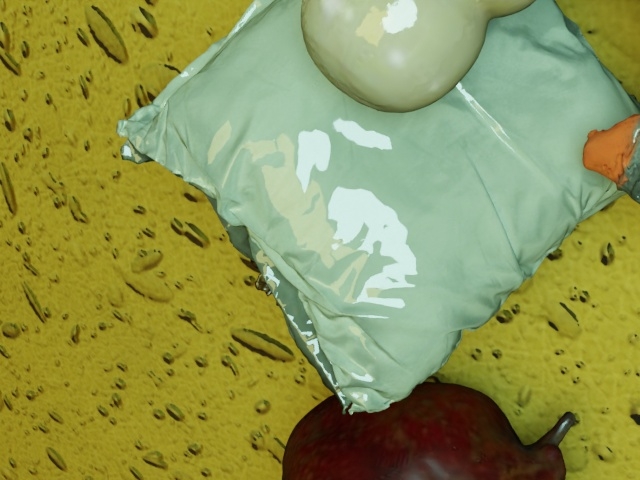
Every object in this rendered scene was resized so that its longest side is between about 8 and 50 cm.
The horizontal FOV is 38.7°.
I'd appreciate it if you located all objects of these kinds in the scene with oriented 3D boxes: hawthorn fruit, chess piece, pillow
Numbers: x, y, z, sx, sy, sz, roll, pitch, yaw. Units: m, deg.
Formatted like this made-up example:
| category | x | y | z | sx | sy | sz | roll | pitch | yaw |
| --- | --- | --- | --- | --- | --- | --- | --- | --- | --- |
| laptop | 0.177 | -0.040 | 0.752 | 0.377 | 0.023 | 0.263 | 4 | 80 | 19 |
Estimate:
| category | x | y | z | sx | sy | sz | roll | pitch | yaw |
| --- | --- | --- | --- | --- | --- | --- | --- | --- | --- |
| hawthorn fruit | 0.086 | 0.196 | 0.705 | 0.248 | 0.208 | 0.208 | -31 | 87 | 24 |
| chess piece | 0.090 | -0.182 | 0.473 | 0.143 | 0.143 | 0.261 | 44 | 101 | 14 |
| pillow | 0.055 | -0.069 | 0.610 | 0.310 | 0.138 | 0.283 | -43 | 84 | -7 |

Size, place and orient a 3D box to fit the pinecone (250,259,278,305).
| category | x | y | z | sx | sy | sz | roll | pitch | yaw |
| --- | --- | --- | --- | --- | --- | --- | --- | --- | --- |
| pinecone | 0.002 | 0.001 | 0.733 | 0.140 | 0.121 | 0.140 | 22 | 131 | 28 |

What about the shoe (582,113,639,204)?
| category | x | y | z | sx | sy | sz | roll | pitch | yaw |
| --- | --- | --- | --- | --- | --- | --- | --- | --- | --- |
| shoe | 0.236 | -0.164 | 0.502 | 0.171 | 0.132 | 0.336 | 24 | 107 | 19 |
